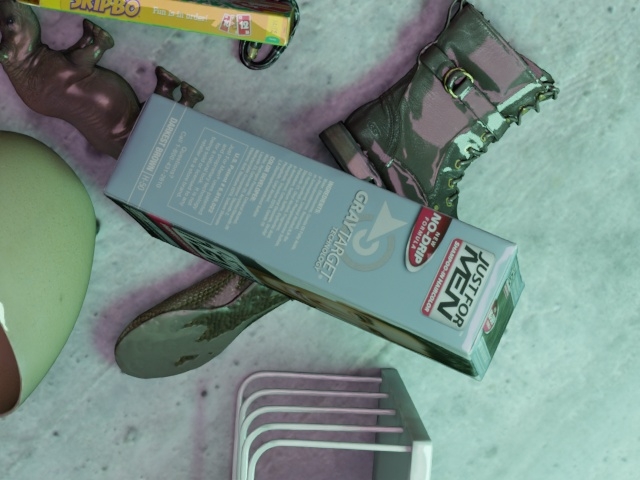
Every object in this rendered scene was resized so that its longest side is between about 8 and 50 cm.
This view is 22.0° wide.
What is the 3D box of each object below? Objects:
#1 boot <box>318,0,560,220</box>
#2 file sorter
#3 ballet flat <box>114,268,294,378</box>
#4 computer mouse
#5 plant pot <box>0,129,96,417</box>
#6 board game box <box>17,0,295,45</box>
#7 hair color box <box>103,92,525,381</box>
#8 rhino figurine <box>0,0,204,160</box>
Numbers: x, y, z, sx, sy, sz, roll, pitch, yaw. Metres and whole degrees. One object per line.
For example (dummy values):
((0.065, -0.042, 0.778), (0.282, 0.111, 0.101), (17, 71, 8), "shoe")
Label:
((0.151, -0.092, 1.685), (0.229, 0.091, 0.263), (-38, 99, 2), "boot")
((0.002, 0.250, 1.634), (0.173, 0.278, 0.193), (3, 99, -5), "file sorter")
((-0.103, 0.063, 1.707), (0.250, 0.058, 0.084), (-31, 123, 5), "ballet flat")
((-0.041, -0.290, 1.655), (0.071, 0.041, 0.242), (8, 99, -8), "computer mouse")
((-0.328, 0.001, 1.582), (0.284, 0.284, 0.191), (52, 56, -11), "plant pot")
((-0.156, -0.229, 1.596), (0.259, 0.124, 0.039), (6, 104, 0), "board game box")
((0.000, 0.000, 1.564), (0.374, 0.185, 0.114), (23, 82, 13), "hair color box")
((-0.245, -0.166, 1.638), (0.243, 0.073, 0.106), (32, 92, -9), "rhino figurine")
